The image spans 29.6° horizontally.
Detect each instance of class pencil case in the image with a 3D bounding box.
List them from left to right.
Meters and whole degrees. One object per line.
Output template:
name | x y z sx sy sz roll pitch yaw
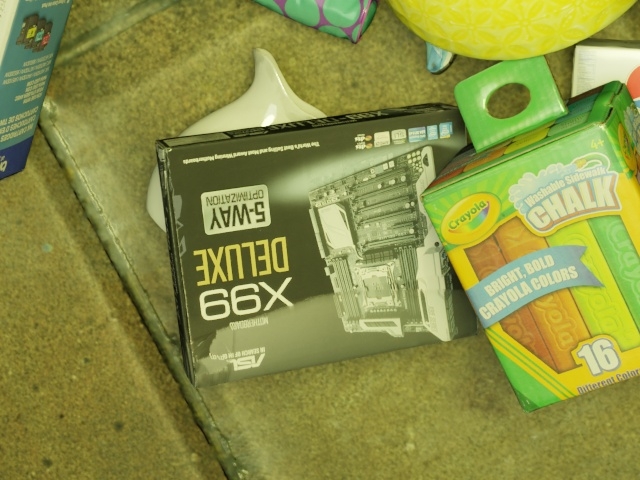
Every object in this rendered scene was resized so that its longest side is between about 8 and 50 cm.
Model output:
pencil case | -0.014 -0.259 1.240 0.152 0.064 0.070 25 115 8

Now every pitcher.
pitcher | -0.068 -0.071 1.284 0.178 0.125 0.207 41 100 -6

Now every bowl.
bowl | 0.158 -0.320 1.055 0.289 0.156 0.289 -7 69 19

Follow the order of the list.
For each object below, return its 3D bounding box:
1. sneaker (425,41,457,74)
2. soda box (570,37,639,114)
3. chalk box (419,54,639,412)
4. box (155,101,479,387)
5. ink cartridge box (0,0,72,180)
sneaker | 0.102 -0.245 1.211 0.073 0.063 0.162 -7 94 11
soda box | 0.352 -0.152 1.158 0.216 0.074 0.069 6 107 15
chalk box | 0.218 -0.026 1.104 0.180 0.179 0.289 -24 100 25
box | 0.000 0.000 1.223 0.307 0.076 0.242 -9 104 -15
ink cartridge box | -0.434 -0.230 1.323 0.270 0.151 0.395 25 109 9
